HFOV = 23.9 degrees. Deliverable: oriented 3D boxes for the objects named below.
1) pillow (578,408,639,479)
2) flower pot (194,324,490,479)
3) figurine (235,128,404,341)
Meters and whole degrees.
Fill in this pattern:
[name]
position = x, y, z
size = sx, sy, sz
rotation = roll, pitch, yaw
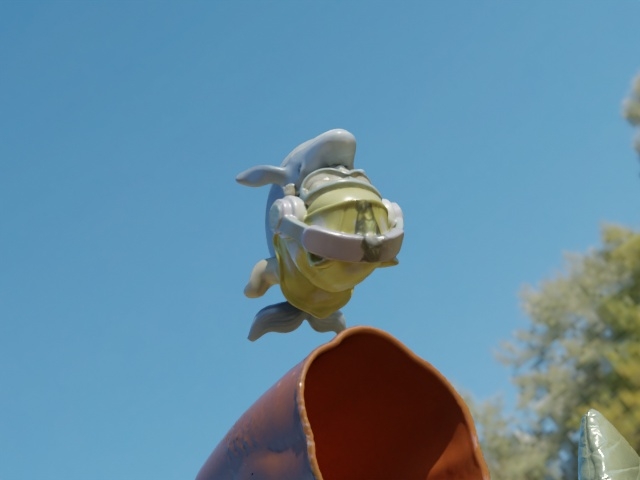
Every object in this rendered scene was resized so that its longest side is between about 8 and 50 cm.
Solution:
[pillow]
position = 0.359, 0.368, 1.692
size = 0.076, 0.281, 0.274
rotation = -21, -48, 23
[flower pot]
position = 0.005, 0.185, 1.132
size = 0.190, 0.191, 0.173
rotation = -6, -25, -47
[figurine]
position = 0.000, 0.000, 1.329
size = 0.128, 0.184, 0.209
rotation = -1, -67, -22
